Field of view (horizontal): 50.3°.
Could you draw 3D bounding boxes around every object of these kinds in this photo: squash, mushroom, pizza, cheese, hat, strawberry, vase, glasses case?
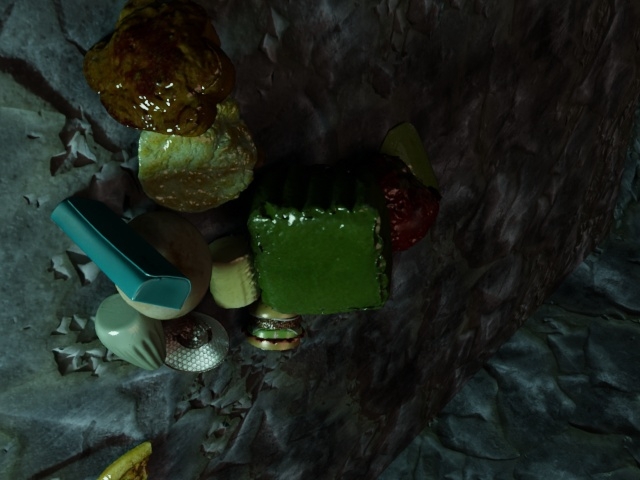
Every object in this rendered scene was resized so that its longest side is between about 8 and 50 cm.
[{"bbox_3d":[0.230,-0.203,1.979,0.189,0.189,0.260,-34,105,-26],"label":"squash"},{"bbox_3d":[-0.332,0.052,1.406,0.226,0.178,0.226,34,49,-52],"label":"mushroom"},{"bbox_3d":[-0.520,0.652,1.789,0.292,0.058,0.197,-48,146,-10],"label":"pizza"},{"bbox_3d":[-0.211,0.076,1.624,0.123,0.094,0.167,-15,133,-9],"label":"cheese"},{"bbox_3d":[-0.314,0.226,1.661,0.193,0.082,0.193,-1,122,-2],"label":"hat"},{"bbox_3d":[0.168,-0.088,1.789,0.274,0.274,0.220,-4,137,-48],"label":"strawberry"},{"bbox_3d":[-0.404,0.212,1.503,0.128,0.128,0.248,-41,152,-18],"label":"vase"},{"bbox_3d":[-0.359,0.014,1.224,0.117,0.301,0.070,20,104,-55],"label":"glasses case"}]

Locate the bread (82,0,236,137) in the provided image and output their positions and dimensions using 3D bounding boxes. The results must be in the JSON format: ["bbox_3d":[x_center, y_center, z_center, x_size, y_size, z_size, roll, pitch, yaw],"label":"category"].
[{"bbox_3d":[-0.257,-0.289,1.146,0.232,0.247,0.135,-50,162,8],"label":"bread"}]

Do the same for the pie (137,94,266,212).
[{"bbox_3d":[-0.248,-0.169,1.379,0.257,0.105,0.274,-37,142,-9],"label":"pie"}]

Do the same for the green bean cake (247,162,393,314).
[{"bbox_3d":[0.000,0.000,1.600,0.218,0.335,0.319,-78,166,-51],"label":"green bean cake"}]

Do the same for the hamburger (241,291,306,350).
[{"bbox_3d":[-0.119,0.203,1.798,0.175,0.175,0.137,-11,115,-45],"label":"hamburger"}]

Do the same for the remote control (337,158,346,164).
[{"bbox_3d":[0.056,-0.174,1.803,0.034,0.016,0.091,-46,148,-39],"label":"remote control"}]
